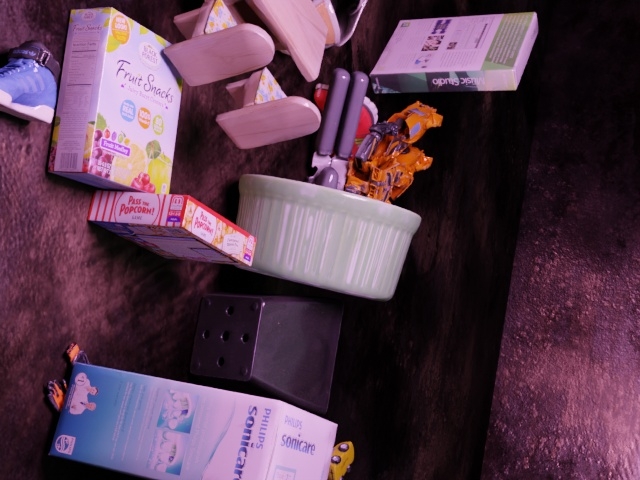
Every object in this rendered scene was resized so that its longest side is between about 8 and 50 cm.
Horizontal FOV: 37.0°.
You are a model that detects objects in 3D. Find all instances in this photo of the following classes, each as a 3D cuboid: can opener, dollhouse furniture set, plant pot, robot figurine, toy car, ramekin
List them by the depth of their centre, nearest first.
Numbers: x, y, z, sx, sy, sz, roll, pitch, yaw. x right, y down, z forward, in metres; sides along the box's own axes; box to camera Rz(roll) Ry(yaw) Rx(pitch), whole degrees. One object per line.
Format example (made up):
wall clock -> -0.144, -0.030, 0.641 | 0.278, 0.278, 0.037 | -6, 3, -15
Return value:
dollhouse furniture set -> -0.062, -0.398, 1.286 | 0.394, 0.256, 0.362 | 52, 38, -43
plant pot -> -0.098, 0.166, 1.512 | 0.167, 0.187, 0.188 | 21, 74, -51
ramekin -> 0.000, 0.000, 1.552 | 0.303, 0.303, 0.148 | 17, 85, -65
can opener -> 0.033, -0.174, 1.765 | 0.093, 0.074, 0.280 | -133, -128, -63
robot figurine -> 0.138, -0.153, 1.867 | 0.291, 0.085, 0.211 | -44, 151, -47
toy car -> -0.007, 0.511, 1.905 | 0.239, 0.053, 0.225 | 23, 74, -64

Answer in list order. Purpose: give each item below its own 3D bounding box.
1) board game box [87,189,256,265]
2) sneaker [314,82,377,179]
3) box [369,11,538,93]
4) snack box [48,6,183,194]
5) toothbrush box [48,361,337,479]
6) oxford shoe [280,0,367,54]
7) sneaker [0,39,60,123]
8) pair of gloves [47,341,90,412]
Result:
board game box -> -0.195, -0.014, 1.289 | 0.193, 0.147, 0.045 | 37, 61, -63
sneaker -> 0.057, -0.200, 1.874 | 0.118, 0.107, 0.279 | -65, 148, -20
box -> 0.294, -0.409, 2.089 | 0.232, 0.322, 0.058 | -62, 143, -40
snack box -> -0.255, -0.169, 1.223 | 0.174, 0.070, 0.207 | 18, 76, -65
toothbrush box -> -0.155, 0.255, 1.229 | 0.216, 0.295, 0.126 | 45, 54, -64
oxford shoe -> 0.044, -0.488, 1.763 | 0.449, 0.130, 0.169 | -64, 146, -42
sneaker -> -0.338, -0.184, 1.046 | 0.152, 0.058, 0.084 | 16, 85, -70
pair of gloves -> -0.317, 0.179, 1.213 | 0.074, 0.010, 0.083 | 74, 30, -45
